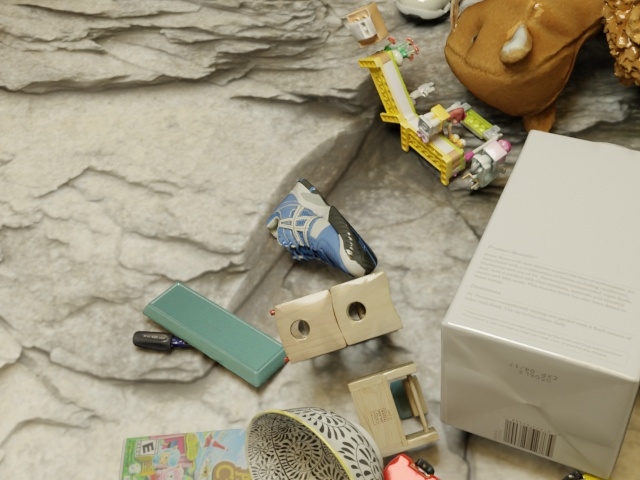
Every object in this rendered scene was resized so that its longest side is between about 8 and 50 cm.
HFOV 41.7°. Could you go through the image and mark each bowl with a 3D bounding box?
[{"bbox_3d":[0.009,0.227,0.832,0.170,0.170,0.080,36,44,30],"label":"bowl"}]

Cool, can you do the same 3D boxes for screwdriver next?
[{"bbox_3d":[-0.147,0.126,1.025,0.170,0.024,0.025,3,28,7],"label":"screwdriver"}]

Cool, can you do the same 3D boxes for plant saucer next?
[{"bbox_3d":[-0.127,0.107,1.020,0.192,0.018,0.067,27,46,27],"label":"plant saucer"}]

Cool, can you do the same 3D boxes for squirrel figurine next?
[{"bbox_3d":[0.354,-0.314,1.064,0.397,0.281,0.370,23,71,28],"label":"squirrel figurine"}]

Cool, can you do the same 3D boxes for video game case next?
[{"bbox_3d":[-0.128,0.307,0.894,0.194,0.023,0.212,-6,56,8],"label":"video game case"}]

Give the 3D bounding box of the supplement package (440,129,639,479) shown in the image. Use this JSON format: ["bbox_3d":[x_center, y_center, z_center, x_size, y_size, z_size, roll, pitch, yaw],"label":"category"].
[{"bbox_3d":[0.254,0.054,0.862,0.178,0.175,0.293,16,51,22],"label":"supplement package"}]

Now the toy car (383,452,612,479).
[{"bbox_3d":[0.167,0.325,0.801,0.239,0.053,0.224,0,57,13],"label":"toy car"}]

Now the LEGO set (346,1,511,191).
[{"bbox_3d":[0.148,-0.193,1.104,0.107,0.132,0.287,-33,78,-17],"label":"LEGO set"}]

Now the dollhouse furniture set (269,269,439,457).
[{"bbox_3d":[0.036,0.142,0.932,0.129,0.129,0.183,-18,85,1],"label":"dollhouse furniture set"}]

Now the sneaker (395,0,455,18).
[{"bbox_3d":[0.187,-0.461,1.286,0.110,0.118,0.292,15,63,19],"label":"sneaker"}]

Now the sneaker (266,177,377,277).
[{"bbox_3d":[0.000,0.000,1.028,0.081,0.080,0.211,-41,31,-2],"label":"sneaker"}]
